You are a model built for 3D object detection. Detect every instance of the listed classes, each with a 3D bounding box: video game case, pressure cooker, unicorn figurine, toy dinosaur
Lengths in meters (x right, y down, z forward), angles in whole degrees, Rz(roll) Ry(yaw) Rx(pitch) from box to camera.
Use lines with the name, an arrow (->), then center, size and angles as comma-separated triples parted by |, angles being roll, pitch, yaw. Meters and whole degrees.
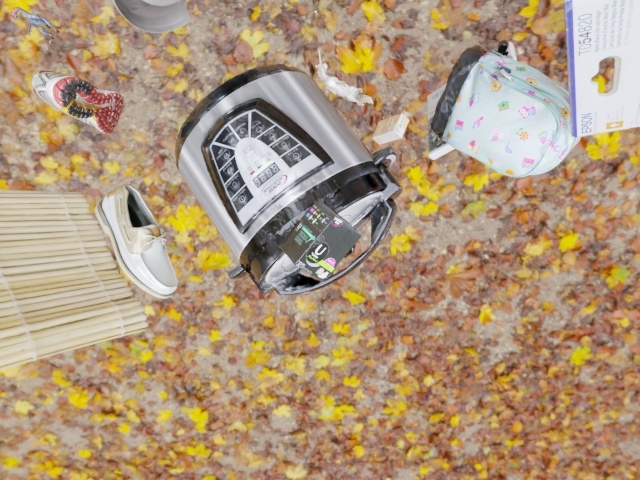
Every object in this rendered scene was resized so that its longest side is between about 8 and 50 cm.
video game case -> 0.289, -0.265, 0.823 | 0.022, 0.173, 0.190 | 29, 144, -32
pressure cooker -> -0.053, -0.106, 0.915 | 0.420, 0.375, 0.370 | 55, 145, 9
unicorn figurine -> 0.047, -0.374, 1.028 | 0.162, 0.111, 0.060 | 36, 104, -31
toy dinosaur -> -0.596, -0.456, 0.892 | 0.047, 0.090, 0.082 | -32, 134, 18

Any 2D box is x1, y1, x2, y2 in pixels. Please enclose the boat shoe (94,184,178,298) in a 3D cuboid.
boat shoe -> -0.438, 0.000, 1.047 | 0.103, 0.113, 0.302 | -39, 84, 19

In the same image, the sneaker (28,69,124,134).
sneaker -> -0.464, -0.277, 0.834 | 0.093, 0.225, 0.088 | 23, 89, 2

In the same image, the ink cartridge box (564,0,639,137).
ink cartridge box -> 0.325, -0.161, 0.337 | 0.224, 0.045, 0.223 | 2, 166, 31

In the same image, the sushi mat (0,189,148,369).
sushi mat -> -0.262, 0.023, 0.252 | 0.019, 0.316, 0.151 | -44, 73, 24

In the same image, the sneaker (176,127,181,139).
sneaker -> -0.321, -0.285, 1.237 | 0.185, 0.069, 0.084 | 0, 93, -15

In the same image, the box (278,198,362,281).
box -> 0.000, 0.000, 0.561 | 0.083, 0.052, 0.062 | -50, 133, 4

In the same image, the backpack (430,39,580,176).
backpack -> 0.247, -0.160, 0.570 | 0.182, 0.115, 0.152 | 39, 140, 26

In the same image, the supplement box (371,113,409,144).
supplement box -> 0.199, -0.318, 1.220 | 0.036, 0.098, 0.062 | 33, 72, -29

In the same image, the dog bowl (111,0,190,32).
dog bowl -> -0.299, -0.583, 0.805 | 0.102, 0.349, 0.349 | 37, 114, 5
